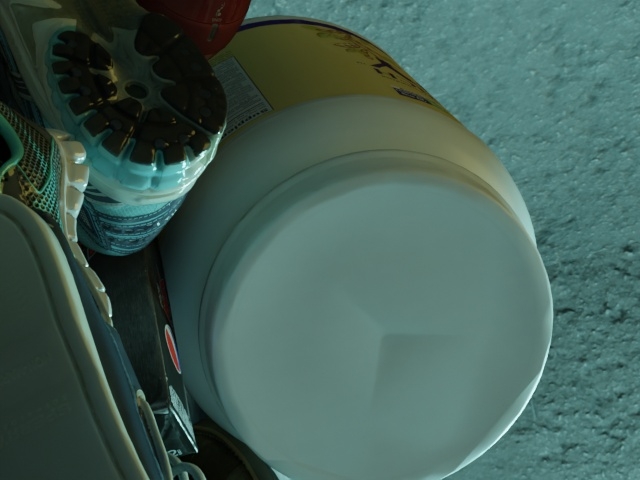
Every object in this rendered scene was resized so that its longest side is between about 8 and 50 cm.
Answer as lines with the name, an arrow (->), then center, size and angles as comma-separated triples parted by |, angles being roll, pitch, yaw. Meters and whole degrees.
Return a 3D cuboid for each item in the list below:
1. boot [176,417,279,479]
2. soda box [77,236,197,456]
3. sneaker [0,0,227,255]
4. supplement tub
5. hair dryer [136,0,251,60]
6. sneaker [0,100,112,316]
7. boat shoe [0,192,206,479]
boot -> -0.051, 0.212, 1.094 | 0.112, 0.115, 0.305 | 61, -8, -30
soda box -> -0.115, 0.044, 0.983 | 0.053, 0.060, 0.169 | 72, 3, -52
sneaker -> -0.151, -0.112, 0.986 | 0.283, 0.110, 0.122 | 65, -33, 32
supplement tub -> 0.000, 0.000, 1.150 | 0.331, 0.241, 0.241 | -124, -164, -65
hair dryer -> -0.114, -0.209, 1.062 | 0.080, 0.293, 0.224 | -15, 89, -42
sneaker -> -0.146, 0.000, 0.816 | 0.076, 0.065, 0.166 | 45, 21, -48
boat shoe -> -0.101, 0.104, 0.710 | 0.255, 0.095, 0.079 | 66, 12, 19
